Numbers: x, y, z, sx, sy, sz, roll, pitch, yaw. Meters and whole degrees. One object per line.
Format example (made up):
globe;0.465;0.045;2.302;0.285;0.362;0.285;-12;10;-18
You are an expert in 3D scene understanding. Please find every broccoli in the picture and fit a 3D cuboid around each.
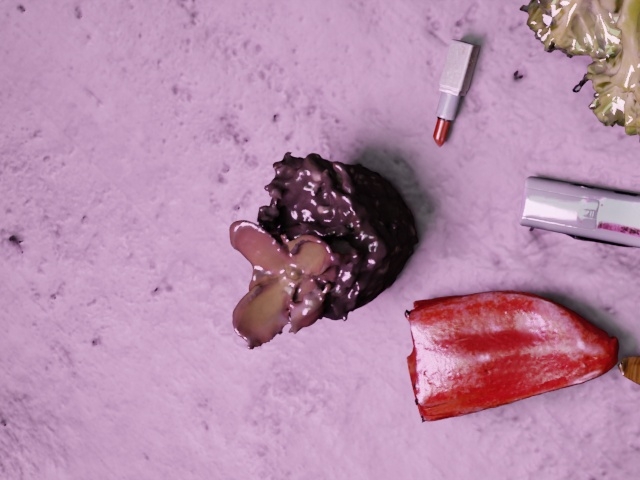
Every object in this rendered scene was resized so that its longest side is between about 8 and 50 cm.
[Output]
broccoli;0.310;-0.333;1.079;0.275;0.397;0.353;-37;74;0

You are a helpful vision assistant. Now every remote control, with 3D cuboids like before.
remote control;0.312;-0.029;1.303;0.166;0.029;0.065;12;101;24

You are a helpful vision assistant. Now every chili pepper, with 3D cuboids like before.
chili pepper;0.220;0.122;1.339;0.253;0.136;0.144;-12;47;17

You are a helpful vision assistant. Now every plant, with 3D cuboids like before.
plant;0.000;0.000;1.356;0.178;0.234;0.204;49;120;19

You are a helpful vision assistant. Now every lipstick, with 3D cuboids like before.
lipstick;0.156;-0.174;1.360;0.030;0.030;0.129;20;105;23

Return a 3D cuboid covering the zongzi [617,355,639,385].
zongzi;0.481;0.222;1.211;0.288;0.134;0.286;-16;94;41
